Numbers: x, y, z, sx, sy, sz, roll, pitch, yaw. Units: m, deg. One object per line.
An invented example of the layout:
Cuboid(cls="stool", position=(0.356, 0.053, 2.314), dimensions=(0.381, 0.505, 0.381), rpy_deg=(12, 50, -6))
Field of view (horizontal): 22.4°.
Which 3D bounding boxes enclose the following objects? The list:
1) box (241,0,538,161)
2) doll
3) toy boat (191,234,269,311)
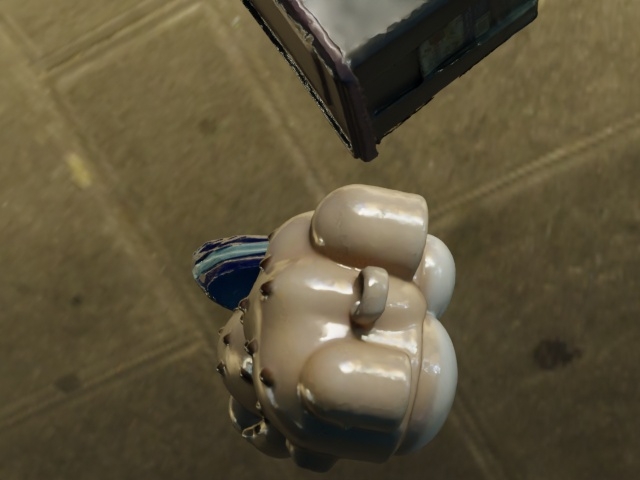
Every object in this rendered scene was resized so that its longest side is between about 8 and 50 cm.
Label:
Cuboid(cls="box", position=(0.008, -0.075, 0.400), dimensions=(0.063, 0.060, 0.085), rpy_deg=(-36, 72, -2))
Cuboid(cls="doll", position=(0.000, 0.055, 0.942), dimensions=(0.119, 0.278, 0.154), rpy_deg=(11, 83, -12))
Cuboid(cls="toy boat", position=(0.016, 0.007, 1.604), dimensions=(0.210, 0.291, 0.070), rpy_deg=(16, 119, 50))
